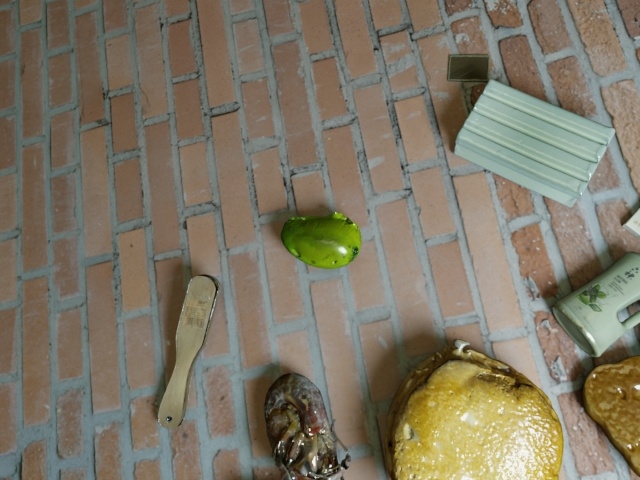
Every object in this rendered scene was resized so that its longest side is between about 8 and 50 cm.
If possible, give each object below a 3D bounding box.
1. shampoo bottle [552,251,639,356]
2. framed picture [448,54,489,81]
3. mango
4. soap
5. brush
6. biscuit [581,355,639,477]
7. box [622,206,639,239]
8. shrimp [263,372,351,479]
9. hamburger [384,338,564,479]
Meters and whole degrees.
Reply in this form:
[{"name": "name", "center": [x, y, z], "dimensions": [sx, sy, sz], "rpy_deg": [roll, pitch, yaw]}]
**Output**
[{"name": "shampoo bottle", "center": [0.561, 0.101, 0.931], "dimensions": [0.234, 0.087, 0.118], "rpy_deg": [-35, 70, 0]}, {"name": "framed picture", "center": [0.334, -0.388, 1.135], "dimensions": [0.089, 0.007, 0.066], "rpy_deg": [4, 77, 11]}, {"name": "mango", "center": [0.000, 0.001, 1.051], "dimensions": [0.178, 0.100, 0.119], "rpy_deg": [11, 42, 21]}, {"name": "soap", "center": [0.428, -0.200, 1.029], "dimensions": [0.265, 0.087, 0.160], "rpy_deg": [29, 83, 16]}, {"name": "brush", "center": [-0.273, 0.232, 1.065], "dimensions": [0.069, 0.065, 0.328], "rpy_deg": [14, 88, 7]}, {"name": "biscuit", "center": [0.650, 0.293, 0.840], "dimensions": [0.380, 0.074, 0.359], "rpy_deg": [10, 67, 31]}, {"name": "box", "center": [0.685, -0.060, 0.983], "dimensions": [0.090, 0.024, 0.167], "rpy_deg": [43, 87, 17]}, {"name": "shrimp", "center": [-0.006, 0.411, 0.935], "dimensions": [0.145, 0.116, 0.343], "rpy_deg": [-27, 67, 4]}, {"name": "hamburger", "center": [0.260, 0.345, 0.880], "dimensions": [0.289, 0.170, 0.315], "rpy_deg": [16, 78, 10]}]
